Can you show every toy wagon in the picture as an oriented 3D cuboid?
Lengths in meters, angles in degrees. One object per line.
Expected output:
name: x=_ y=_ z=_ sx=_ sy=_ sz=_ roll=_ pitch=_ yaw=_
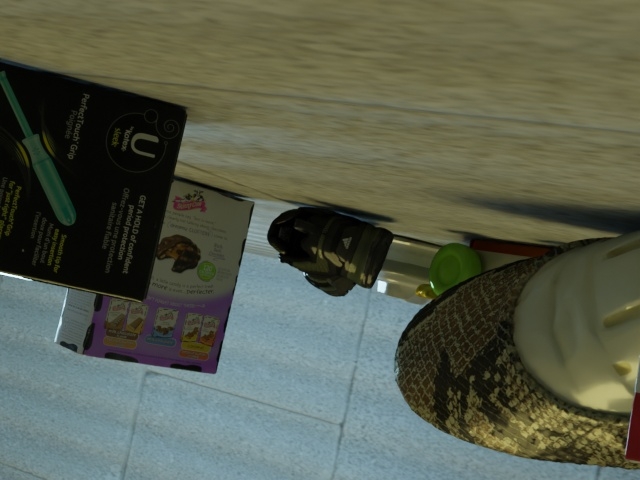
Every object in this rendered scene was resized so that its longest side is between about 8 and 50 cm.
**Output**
toy wagon: x=0.234 y=0.051 z=1.057 sx=0.267 sy=0.068 sz=0.344 roll=15 pitch=176 yaw=-38

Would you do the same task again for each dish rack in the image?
dish rack: x=0.122 y=0.047 z=1.385 sx=0.285 sy=0.072 sz=0.333 roll=13 pitch=178 yaw=-25

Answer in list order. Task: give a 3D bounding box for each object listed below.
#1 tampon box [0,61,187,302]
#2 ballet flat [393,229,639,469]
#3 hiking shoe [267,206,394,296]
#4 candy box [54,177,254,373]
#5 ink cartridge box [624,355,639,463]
tampon box: x=-0.177 y=-0.037 z=0.643 sx=0.161 sy=0.120 sz=0.101 roll=14 pitch=176 yaw=-13
ballet flat: x=0.282 y=0.065 z=0.655 sx=0.482 sy=0.164 sz=0.182 roll=6 pitch=154 yaw=12
hiking shoe: x=0.000 y=0.000 z=1.104 sx=0.114 sy=0.086 sz=0.227 roll=27 pitch=169 yaw=-8
candy box: x=-0.172 y=0.032 z=1.107 sx=0.165 sy=0.196 sz=0.070 roll=16 pitch=176 yaw=-40
ink cartridge box: x=0.200 y=0.044 z=0.487 sx=0.099 sy=0.135 sz=0.056 roll=15 pitch=173 yaw=-42
